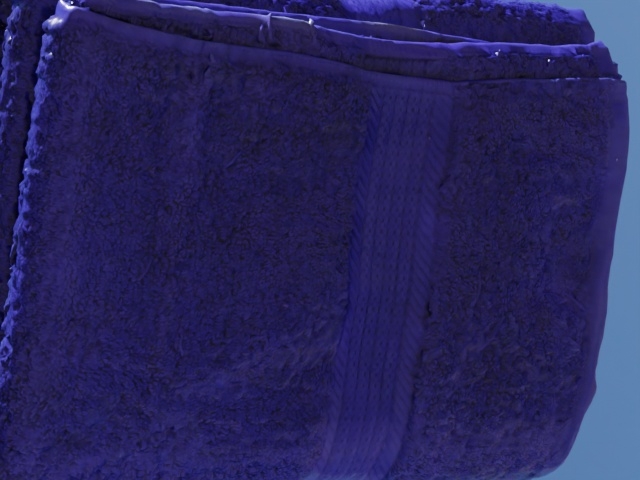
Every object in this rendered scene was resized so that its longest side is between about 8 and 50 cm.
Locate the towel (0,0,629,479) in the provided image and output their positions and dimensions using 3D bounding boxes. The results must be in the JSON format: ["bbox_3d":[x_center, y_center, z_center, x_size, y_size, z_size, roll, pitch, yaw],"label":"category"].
[{"bbox_3d":[0.000,0.000,0.798,0.308,0.076,0.227,2,-86,-34],"label":"towel"}]
